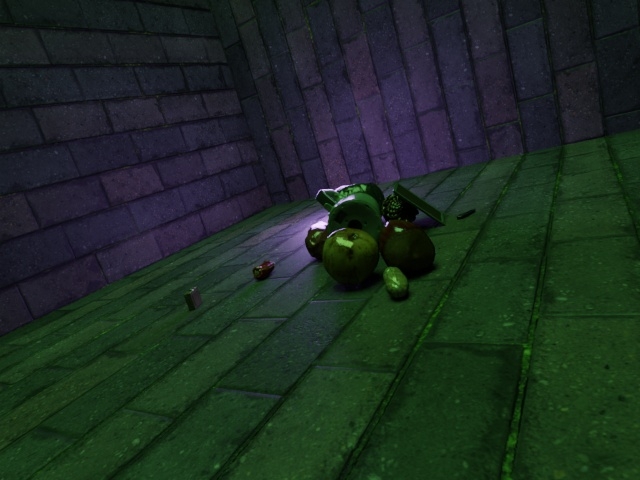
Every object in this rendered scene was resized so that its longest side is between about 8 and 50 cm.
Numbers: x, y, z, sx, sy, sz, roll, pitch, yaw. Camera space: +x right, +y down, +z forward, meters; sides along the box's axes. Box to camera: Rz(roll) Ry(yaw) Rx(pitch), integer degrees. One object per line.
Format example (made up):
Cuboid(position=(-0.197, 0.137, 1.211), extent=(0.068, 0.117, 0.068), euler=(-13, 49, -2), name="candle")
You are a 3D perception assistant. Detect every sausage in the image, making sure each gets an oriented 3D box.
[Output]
Cuboid(position=(0.000, 0.000, 2.051), extent=(0.151, 0.152, 0.280), euler=(-15, 13, 6), name="sausage")

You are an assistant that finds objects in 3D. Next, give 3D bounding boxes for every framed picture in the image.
Cuboid(position=(0.481, -0.181, 2.046), extent=(0.019, 0.296, 0.232), euler=(-56, -3, 22), name="framed picture")

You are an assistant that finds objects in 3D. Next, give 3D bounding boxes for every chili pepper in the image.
Cuboid(position=(-0.275, 0.142, 1.993), extent=(0.070, 0.073, 0.123), euler=(-58, -12, 29), name="chili pepper")

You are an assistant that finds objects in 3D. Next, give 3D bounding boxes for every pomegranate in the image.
Cuboid(position=(0.114, 0.064, 1.549), extent=(0.215, 0.216, 0.215), euler=(-16, 13, 4), name="pomegranate")

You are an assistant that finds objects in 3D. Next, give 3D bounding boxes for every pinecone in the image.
Cuboid(position=(0.397, -0.149, 2.112), extent=(0.168, 0.186, 0.212), euler=(-36, -8, 9), name="pinecone")

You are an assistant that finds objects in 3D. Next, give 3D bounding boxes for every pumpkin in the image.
Cuboid(position=(0.208, -0.198, 2.378), extent=(0.327, 0.258, 0.291), euler=(-6, -2, 7), name="pumpkin")

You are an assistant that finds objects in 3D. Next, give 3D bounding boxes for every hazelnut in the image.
Cuboid(position=(0.299, 0.030, 1.502), extent=(0.210, 0.210, 0.186), euler=(-5, 46, 41), name="hazelnut")

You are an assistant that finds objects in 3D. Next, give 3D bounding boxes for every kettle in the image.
Cuboid(position=(0.137, -0.130, 2.052), extent=(0.361, 0.250, 0.377), euler=(30, 16, 2), name="kettle")

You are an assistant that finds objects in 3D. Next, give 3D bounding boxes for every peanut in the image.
Cuboid(position=(0.243, 0.130, 1.365), extent=(0.080, 0.080, 0.174), euler=(-16, 14, 4), name="peanut")

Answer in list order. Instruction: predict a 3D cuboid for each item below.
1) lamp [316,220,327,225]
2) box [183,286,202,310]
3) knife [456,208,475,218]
Cuboid(position=(0.010, -0.044, 2.340), extent=(0.101, 0.101, 0.250), euler=(-16, 25, 2), name="lamp")
Cuboid(position=(-0.566, 0.255, 1.850), extent=(0.035, 0.083, 0.079), euler=(-14, 13, 11), name="box")
Cuboid(position=(0.697, -0.127, 1.988), extent=(0.121, 0.018, 0.031), euler=(-22, 16, -27), name="knife")
